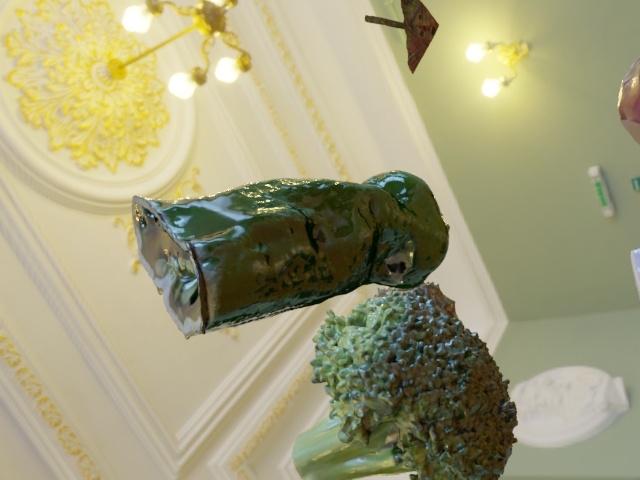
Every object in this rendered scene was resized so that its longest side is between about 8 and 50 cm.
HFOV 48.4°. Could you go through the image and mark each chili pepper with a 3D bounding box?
[{"bbox_3d":[0.000,0.000,0.571,0.271,0.136,0.099,-10,-70,-32],"label":"chili pepper"}]

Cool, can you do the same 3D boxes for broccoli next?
[{"bbox_3d":[0.095,0.174,0.805,0.288,0.260,0.235,50,-134,-28],"label":"broccoli"}]

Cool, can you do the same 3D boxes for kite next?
[{"bbox_3d":[0.124,-0.313,1.050,0.153,0.005,0.137,-15,-81,-35],"label":"kite"}]

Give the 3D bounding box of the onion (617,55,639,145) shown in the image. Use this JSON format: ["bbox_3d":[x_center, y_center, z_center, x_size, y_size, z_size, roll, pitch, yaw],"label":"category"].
[{"bbox_3d":[0.443,-0.188,0.867,0.140,0.195,0.218,-47,-57,5],"label":"onion"}]

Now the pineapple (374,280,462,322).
[{"bbox_3d":[0.142,0.192,1.231,0.361,0.175,0.175,93,-171,-60],"label":"pineapple"}]

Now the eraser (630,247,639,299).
[{"bbox_3d":[0.521,0.152,1.020,0.130,0.086,0.287,49,-146,-43],"label":"eraser"}]
